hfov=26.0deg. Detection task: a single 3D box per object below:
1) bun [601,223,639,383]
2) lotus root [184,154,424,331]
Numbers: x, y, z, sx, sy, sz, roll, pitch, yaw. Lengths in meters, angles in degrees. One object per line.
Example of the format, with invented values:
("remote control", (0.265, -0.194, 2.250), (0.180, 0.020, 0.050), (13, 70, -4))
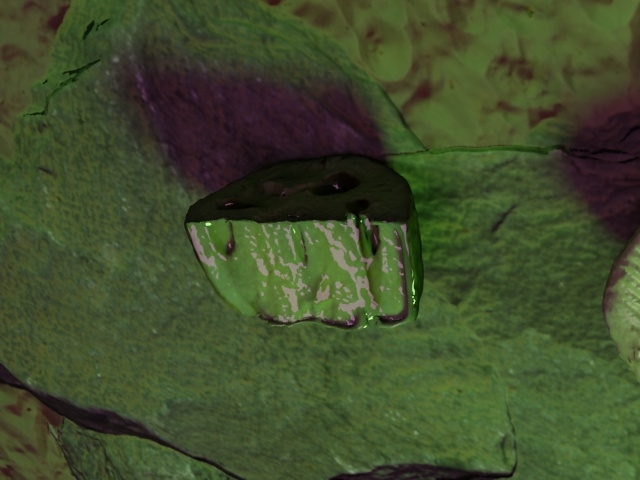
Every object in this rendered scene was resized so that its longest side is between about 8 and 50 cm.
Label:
("bun", (0.352, 0.048, 1.128), (0.231, 0.133, 0.231), (4, 97, 38))
("lotus root", (0.000, 0.000, 1.315), (0.235, 0.138, 0.119), (4, 127, 29))
